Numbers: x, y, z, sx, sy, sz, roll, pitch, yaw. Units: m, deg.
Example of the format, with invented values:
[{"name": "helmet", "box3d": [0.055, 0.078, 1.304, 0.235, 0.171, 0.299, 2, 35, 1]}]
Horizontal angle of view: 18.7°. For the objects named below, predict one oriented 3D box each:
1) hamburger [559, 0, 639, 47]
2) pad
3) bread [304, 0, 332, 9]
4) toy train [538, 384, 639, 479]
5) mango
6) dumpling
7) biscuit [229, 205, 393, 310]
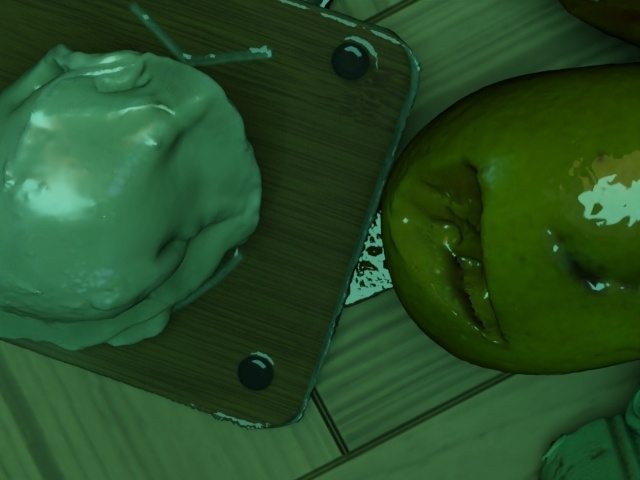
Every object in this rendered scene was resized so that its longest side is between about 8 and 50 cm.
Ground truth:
[{"name": "hamburger", "box3d": [0.242, -0.257, 1.183, 0.314, 0.170, 0.290, 29, 107, -1]}, {"name": "pad", "box3d": [-0.107, -0.040, 1.260, 0.287, 0.018, 0.284, 19, 106, 3]}, {"name": "bread", "box3d": [-0.065, -0.395, 1.261, 0.346, 0.242, 0.405, -42, 124, 0]}, {"name": "toy train", "box3d": [0.211, 0.187, 1.168, 0.177, 0.285, 0.116, -40, 111, 15]}, {"name": "mango", "box3d": [0.212, -0.029, 1.144, 0.365, 0.253, 0.182, -16, 83, 22]}, {"name": "dumpling", "box3d": [-0.134, -0.018, 1.189, 0.193, 0.147, 0.258, 14, 132, -17]}, {"name": "biscuit", "box3d": [0.000, 0.000, 1.282, 0.130, 0.019, 0.119, 25, 99, 1]}]
